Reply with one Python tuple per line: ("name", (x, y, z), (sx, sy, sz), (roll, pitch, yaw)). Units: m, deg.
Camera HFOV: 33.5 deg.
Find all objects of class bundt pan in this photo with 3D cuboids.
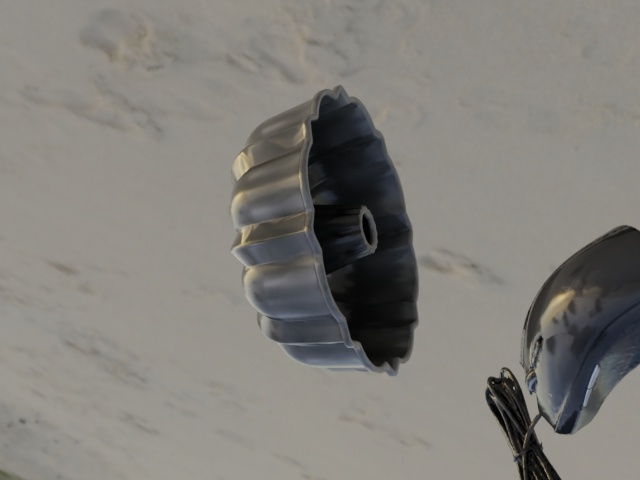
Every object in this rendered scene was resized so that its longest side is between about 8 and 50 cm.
("bundt pan", (0.000, 0.000, 1.206), (0.124, 0.331, 0.331), (-13, 143, 22))

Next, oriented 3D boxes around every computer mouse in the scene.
("computer mouse", (0.193, 0.124, 0.813), (0.060, 0.184, 0.262), (-1, 143, -22))
